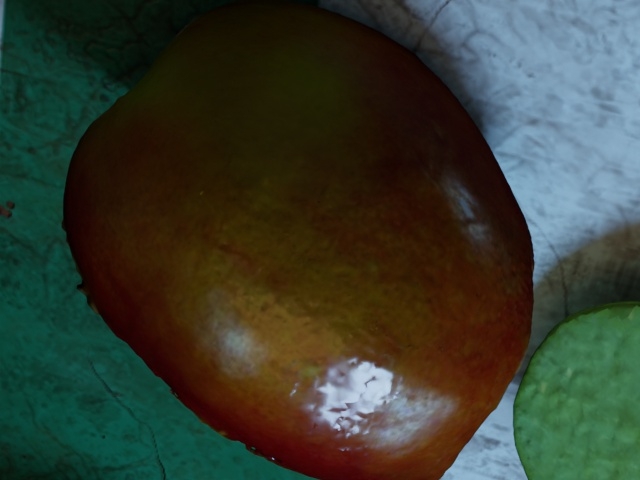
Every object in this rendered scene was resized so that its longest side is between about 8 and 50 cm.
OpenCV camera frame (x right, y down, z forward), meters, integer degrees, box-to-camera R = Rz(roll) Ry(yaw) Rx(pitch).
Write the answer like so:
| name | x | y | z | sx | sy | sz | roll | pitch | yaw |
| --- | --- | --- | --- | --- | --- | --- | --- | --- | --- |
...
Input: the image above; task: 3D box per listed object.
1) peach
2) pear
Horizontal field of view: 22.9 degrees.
| name | x | y | z | sx | sy | sz | roll | pitch | yaw |
| --- | --- | --- | --- | --- | --- | --- | --- | --- | --- |
| peach | 0.000 | 0.000 | 1.213 | 0.380 | 0.306 | 0.242 | 41 | 129 | -6 |
| pear | 0.285 | 0.161 | 1.332 | 0.239 | 0.139 | 0.288 | 20 | 112 | 21 |
